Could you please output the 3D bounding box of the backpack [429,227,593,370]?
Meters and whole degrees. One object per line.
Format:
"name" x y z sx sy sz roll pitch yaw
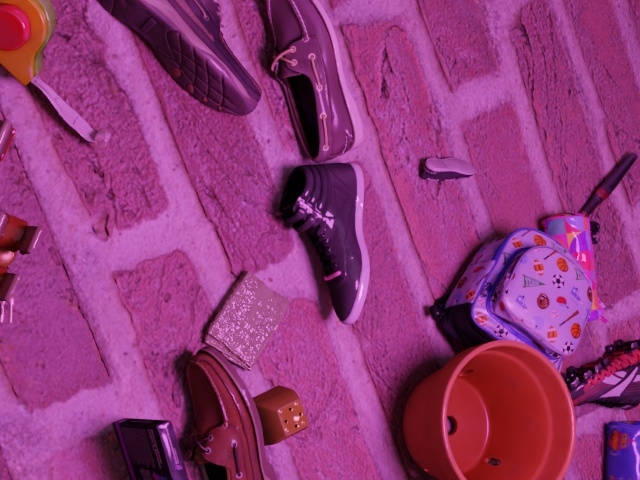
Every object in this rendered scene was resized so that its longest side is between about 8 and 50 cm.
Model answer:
"backpack" 0.389 0.109 2.022 0.276 0.213 0.263 40 54 -19

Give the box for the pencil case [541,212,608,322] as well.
"pencil case" 0.519 0.059 2.165 0.104 0.104 0.236 -11 91 -33

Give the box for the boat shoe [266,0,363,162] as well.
"boat shoe" -0.027 -0.296 1.849 0.097 0.117 0.324 -29 106 -35

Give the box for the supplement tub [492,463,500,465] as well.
"supplement tub" 0.311 0.521 1.964 0.190 0.117 0.117 -46 109 -28

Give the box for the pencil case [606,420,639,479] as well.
"pencil case" 0.656 0.521 2.186 0.133 0.119 0.306 12 77 -42

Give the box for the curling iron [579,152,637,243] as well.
"curling iron" 0.615 -0.091 2.283 0.068 0.035 0.274 48 63 -24

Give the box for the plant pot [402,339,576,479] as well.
"plant pot" 0.283 0.332 1.908 0.291 0.203 0.290 6 78 -28

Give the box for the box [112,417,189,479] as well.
"box" -0.255 0.328 1.595 0.029 0.162 0.116 -19 95 -33

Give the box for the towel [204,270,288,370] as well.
"towel" -0.125 0.135 1.784 0.110 0.027 0.148 39 66 -22

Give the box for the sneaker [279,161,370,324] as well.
"sneaker" 0.000 0.000 1.841 0.147 0.105 0.295 5 75 -30

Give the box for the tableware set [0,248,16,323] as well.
"tableware set" -0.502 0.051 1.555 0.104 0.024 0.154 3 84 -29

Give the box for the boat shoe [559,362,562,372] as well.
"boat shoe" 0.457 0.211 2.139 0.045 0.050 0.135 6 71 -29

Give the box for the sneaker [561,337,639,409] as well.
"sneaker" 0.596 0.302 2.185 0.276 0.098 0.135 -20 93 -34

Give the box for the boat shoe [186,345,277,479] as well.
"boat shoe" -0.156 0.325 1.690 0.104 0.111 0.307 -25 98 -33

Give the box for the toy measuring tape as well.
"toy measuring tape" -0.413 -0.287 1.592 0.330 0.121 0.121 46 63 -19

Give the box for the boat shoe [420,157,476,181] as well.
"boat shoe" 0.248 -0.133 2.050 0.125 0.038 0.046 -3 44 -38

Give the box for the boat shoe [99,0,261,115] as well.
"boat shoe" -0.214 -0.358 1.725 0.355 0.132 0.130 46 63 -21

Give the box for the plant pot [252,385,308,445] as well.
"plant pot" -0.066 0.295 1.768 0.081 0.083 0.081 -22 95 -33

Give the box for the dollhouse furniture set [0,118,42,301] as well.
"dollhouse furniture set" -0.527 -0.062 1.497 0.262 0.135 0.259 25 79 -18
